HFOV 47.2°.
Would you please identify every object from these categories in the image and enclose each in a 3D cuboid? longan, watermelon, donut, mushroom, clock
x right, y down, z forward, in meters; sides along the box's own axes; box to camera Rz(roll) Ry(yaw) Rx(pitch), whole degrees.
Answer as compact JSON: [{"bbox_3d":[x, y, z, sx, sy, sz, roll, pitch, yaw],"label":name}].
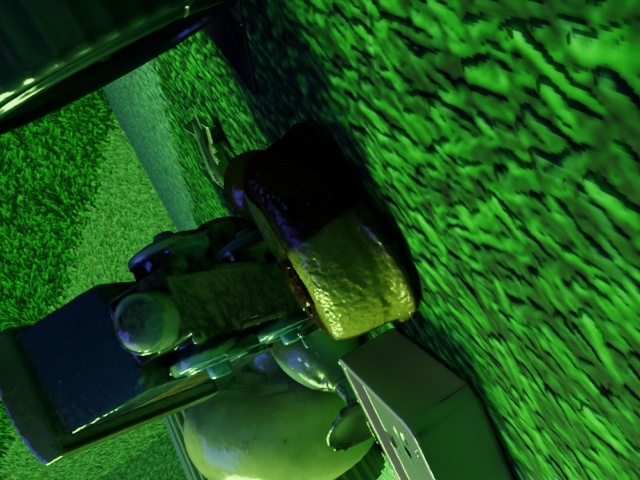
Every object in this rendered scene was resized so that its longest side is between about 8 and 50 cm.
[{"bbox_3d":[-0.059,-0.048,0.713,0.075,0.075,0.083,50,156,37],"label":"longan"},{"bbox_3d":[-0.130,0.028,1.026,0.187,0.140,0.141,55,169,49],"label":"watermelon"},{"bbox_3d":[0.000,0.000,0.595,0.184,0.073,0.166,61,171,1],"label":"donut"},{"bbox_3d":[-0.046,0.202,0.911,0.246,0.246,0.203,-158,60,-71],"label":"mushroom"},{"bbox_3d":[0.102,0.187,0.641,0.197,0.063,0.150,65,167,-21],"label":"clock"}]

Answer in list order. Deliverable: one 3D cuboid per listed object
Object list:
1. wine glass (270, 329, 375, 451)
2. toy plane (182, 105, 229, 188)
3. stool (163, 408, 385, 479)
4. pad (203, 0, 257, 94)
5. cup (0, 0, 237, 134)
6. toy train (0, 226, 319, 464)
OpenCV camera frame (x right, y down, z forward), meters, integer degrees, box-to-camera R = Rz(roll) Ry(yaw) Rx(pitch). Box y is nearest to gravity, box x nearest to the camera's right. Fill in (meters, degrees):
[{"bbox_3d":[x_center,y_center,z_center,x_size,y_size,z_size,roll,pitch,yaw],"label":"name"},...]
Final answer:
[{"bbox_3d":[-0.003,0.113,0.804,0.222,0.103,0.103,53,166,34],"label":"wine glass"},{"bbox_3d":[-0.139,-0.118,0.947,0.111,0.040,0.102,58,170,5],"label":"toy plane"},{"bbox_3d":[-0.100,0.268,1.157,0.330,0.297,0.297,64,168,0],"label":"stool"},{"bbox_3d":[-0.125,-0.285,0.574,0.220,0.004,0.330,54,167,25],"label":"pad"},{"bbox_3d":[-0.177,-0.244,0.429,0.292,0.307,0.242,62,-160,-14],"label":"cup"},{"bbox_3d":[-0.125,0.078,0.656,0.131,0.201,0.299,63,-164,10],"label":"toy train"}]
